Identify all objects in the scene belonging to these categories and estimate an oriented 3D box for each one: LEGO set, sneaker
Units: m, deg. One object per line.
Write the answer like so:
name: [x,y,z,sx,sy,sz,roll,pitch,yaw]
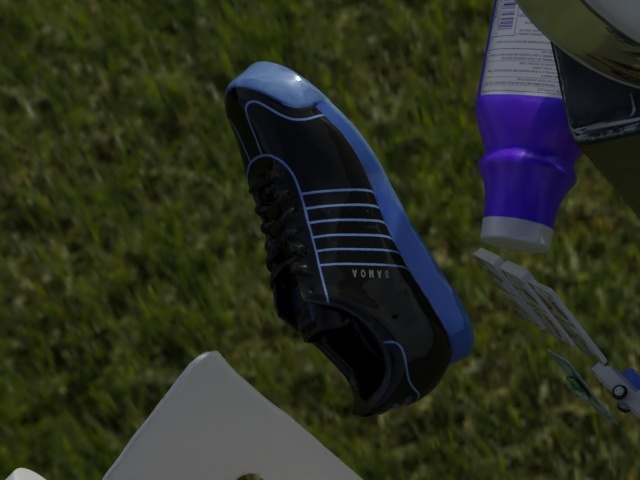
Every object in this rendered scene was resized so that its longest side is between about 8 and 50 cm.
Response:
LEGO set: [0.237,0.101,1.499,0.060,0.244,0.182,-40,16,-5]
sneaker: [0.000,0.000,1.150,0.090,0.081,0.232,-34,88,-34]

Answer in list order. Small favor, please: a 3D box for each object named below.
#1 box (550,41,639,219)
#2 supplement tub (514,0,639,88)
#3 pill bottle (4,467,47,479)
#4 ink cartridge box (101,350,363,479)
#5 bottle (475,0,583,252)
box: [0.420,-0.218,1.399,0.472,0.480,0.297,-13,81,13]
supplement tub: [0.206,-0.196,0.974,0.235,0.325,0.235,0,92,1]
pill bottle: [-0.261,0.254,1.397,0.169,0.094,0.094,-46,56,6]
ink cartridge box: [-0.060,0.244,0.713,0.119,0.207,0.353,24,75,43]
bottle: [0.207,-0.132,1.756,0.118,0.092,0.282,5,80,27]
